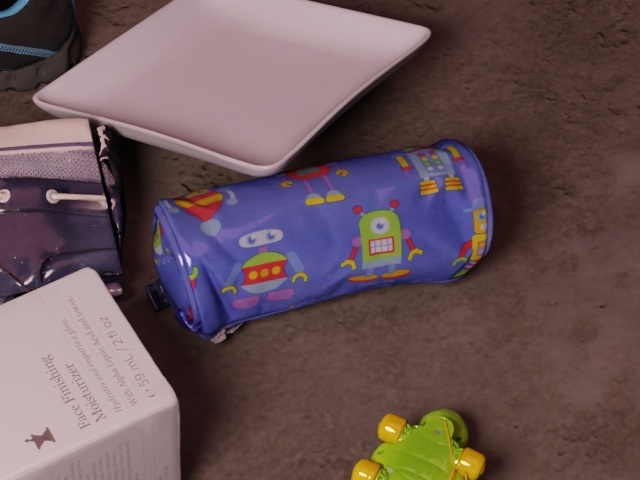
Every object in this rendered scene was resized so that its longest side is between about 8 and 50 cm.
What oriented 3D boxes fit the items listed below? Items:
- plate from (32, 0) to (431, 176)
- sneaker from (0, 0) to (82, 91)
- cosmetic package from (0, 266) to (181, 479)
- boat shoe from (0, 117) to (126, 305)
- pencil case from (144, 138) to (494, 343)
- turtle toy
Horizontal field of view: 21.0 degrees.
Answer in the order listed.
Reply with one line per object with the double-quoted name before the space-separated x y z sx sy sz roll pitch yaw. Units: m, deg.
"plate" -0.078 -0.149 1.615 0.277 0.045 0.278 16 40 30
"sneaker" -0.389 -0.185 1.605 0.341 0.139 0.125 -25 61 -20
"cosmetic package" -0.225 0.148 1.362 0.184 0.151 0.151 -25 58 -22
"boat shoe" -0.327 -0.002 1.484 0.341 0.127 0.158 -11 63 -10
"pencil case" 0.000 0.000 1.515 0.306 0.119 0.133 -13 98 -15
"turtle toy" 0.085 0.187 1.416 0.095 0.066 0.130 24 54 13
